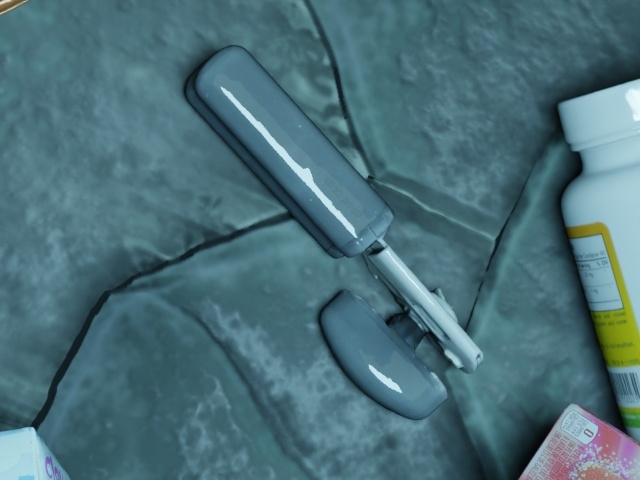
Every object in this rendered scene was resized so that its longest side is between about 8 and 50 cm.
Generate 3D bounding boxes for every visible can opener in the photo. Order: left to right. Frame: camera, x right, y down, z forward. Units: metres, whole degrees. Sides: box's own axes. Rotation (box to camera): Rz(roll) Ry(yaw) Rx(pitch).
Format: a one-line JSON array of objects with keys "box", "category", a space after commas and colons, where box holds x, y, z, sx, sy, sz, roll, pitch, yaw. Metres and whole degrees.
[{"box": [0.000, 0.000, 1.325, 0.095, 0.076, 0.283, -44, 97, -11], "category": "can opener"}]

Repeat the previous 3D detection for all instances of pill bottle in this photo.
[{"box": [0.246, 0.008, 1.351, 0.136, 0.136, 0.245, -17, 93, -13], "category": "pill bottle"}]

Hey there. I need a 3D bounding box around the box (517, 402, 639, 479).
[{"box": [0.154, 0.251, 1.297, 0.122, 0.128, 0.257, 33, 87, 21], "category": "box"}]

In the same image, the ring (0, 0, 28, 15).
[{"box": [-0.282, -0.303, 1.288, 0.336, 0.032, 0.336, 0, 89, -14], "category": "ring"}]

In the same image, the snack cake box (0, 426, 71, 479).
[{"box": [-0.274, 0.203, 1.170, 0.264, 0.152, 0.089, -12, 59, 3], "category": "snack cake box"}]
